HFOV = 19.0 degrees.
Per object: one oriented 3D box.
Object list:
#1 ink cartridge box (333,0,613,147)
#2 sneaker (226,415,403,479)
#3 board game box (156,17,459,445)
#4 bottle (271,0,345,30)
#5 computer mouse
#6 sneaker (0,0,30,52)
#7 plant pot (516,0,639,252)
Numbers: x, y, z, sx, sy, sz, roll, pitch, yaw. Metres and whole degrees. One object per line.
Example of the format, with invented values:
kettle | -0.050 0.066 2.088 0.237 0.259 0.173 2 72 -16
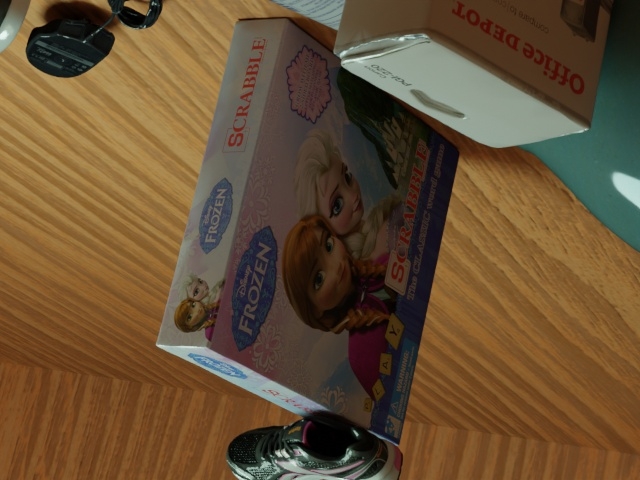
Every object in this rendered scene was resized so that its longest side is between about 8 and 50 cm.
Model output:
ink cartridge box | 0.110 -0.189 1.225 0.158 0.218 0.092 25 161 -36
sneaker | -0.014 0.192 1.808 0.178 0.072 0.077 -6 145 27
board game box | 0.000 0.000 1.809 0.066 0.319 0.318 0 160 37
bottle | 0.053 -0.200 1.474 0.283 0.092 0.118 21 164 -25
computer mouse | -0.211 -0.209 1.796 0.071 0.041 0.242 23 155 -27
sneaker | -0.391 -0.211 1.818 0.147 0.104 0.296 23 157 -24
plant pot | 0.268 -0.105 1.322 0.255 0.272 0.271 28 177 39
